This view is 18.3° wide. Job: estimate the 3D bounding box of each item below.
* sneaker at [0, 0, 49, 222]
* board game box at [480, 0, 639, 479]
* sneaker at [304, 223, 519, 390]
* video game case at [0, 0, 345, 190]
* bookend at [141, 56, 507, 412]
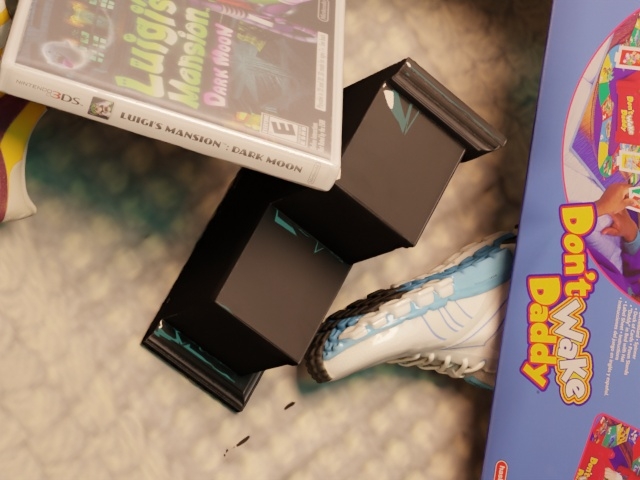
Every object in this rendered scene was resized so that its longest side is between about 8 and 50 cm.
[{"bbox_3d":[-0.181,-0.099,1.035,0.084,0.069,0.185,8,82,-38],"label":"sneaker"},{"bbox_3d":[0.222,0.027,1.082,0.078,0.233,0.347,1,99,-56],"label":"board game box"},{"bbox_3d":[0.077,0.055,1.150,0.190,0.071,0.083,-23,97,-32],"label":"sneaker"},{"bbox_3d":[-0.071,-0.110,1.038,0.173,0.022,0.190,17,35,-10],"label":"video game case"},{"bbox_3d":[0.000,0.000,1.062,0.072,0.157,0.156,38,63,-18],"label":"bookend"}]
